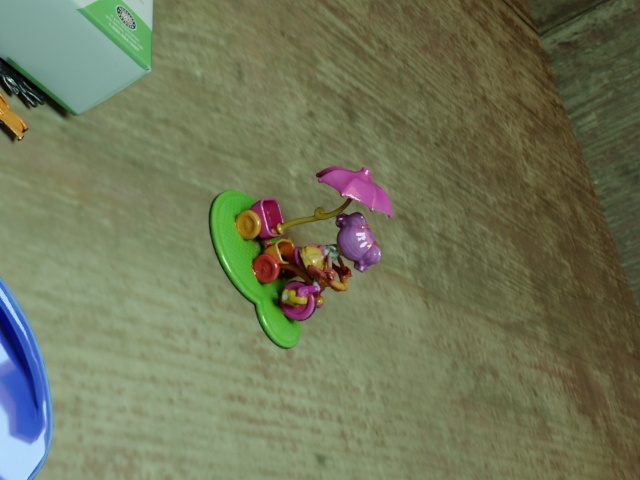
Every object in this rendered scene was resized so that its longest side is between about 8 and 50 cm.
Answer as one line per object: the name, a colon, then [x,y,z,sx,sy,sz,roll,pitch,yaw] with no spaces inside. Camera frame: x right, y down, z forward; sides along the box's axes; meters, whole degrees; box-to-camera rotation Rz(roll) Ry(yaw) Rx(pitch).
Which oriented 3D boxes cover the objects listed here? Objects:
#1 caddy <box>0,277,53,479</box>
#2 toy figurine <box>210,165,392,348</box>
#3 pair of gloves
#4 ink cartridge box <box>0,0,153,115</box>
caddy: [-0.292,0.058,0.502,0.341,0.179,0.241,53,52,-22]
toy figurine: [0.000,0.000,1.111,0.130,0.159,0.173,-5,72,-63]
pair of gloves: [-0.258,-0.124,0.910,0.074,0.010,0.083,50,27,-25]
ink cartridge box: [-0.227,-0.243,0.972,0.160,0.093,0.219,42,30,-40]
